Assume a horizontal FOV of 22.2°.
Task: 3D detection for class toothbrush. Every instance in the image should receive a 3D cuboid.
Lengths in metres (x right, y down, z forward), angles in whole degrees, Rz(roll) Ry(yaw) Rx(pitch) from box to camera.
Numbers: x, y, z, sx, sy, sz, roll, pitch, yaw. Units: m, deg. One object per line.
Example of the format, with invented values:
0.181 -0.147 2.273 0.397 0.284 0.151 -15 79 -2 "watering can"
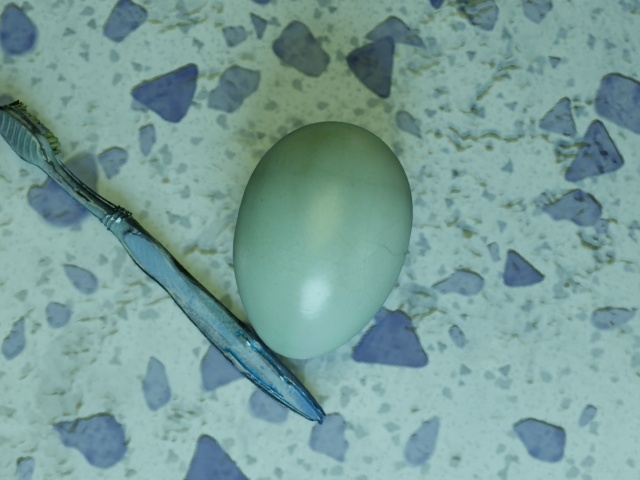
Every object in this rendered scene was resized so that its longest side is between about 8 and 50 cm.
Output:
-0.146 0.019 1.465 0.413 0.042 0.035 45 119 7 "toothbrush"

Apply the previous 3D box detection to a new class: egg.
0.000 0.000 1.412 0.151 0.151 0.209 15 88 3 "egg"
